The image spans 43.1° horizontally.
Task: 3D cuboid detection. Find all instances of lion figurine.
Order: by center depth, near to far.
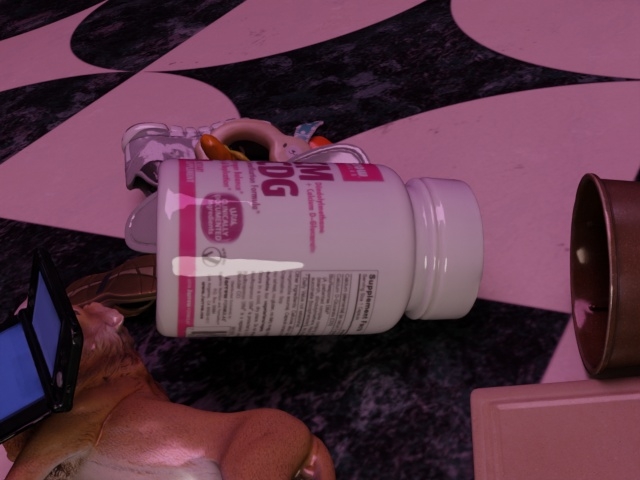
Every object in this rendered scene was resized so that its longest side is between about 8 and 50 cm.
[{"bbox_3d":[-0.122,0.173,0.648,0.392,0.142,0.240,16,34,18],"label":"lion figurine"}]

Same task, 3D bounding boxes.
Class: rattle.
[{"bbox_3d":[-0.058,-0.130,1.033,0.200,0.142,0.130,-14,55,-12],"label":"rattle"}]

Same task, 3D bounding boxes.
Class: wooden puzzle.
[{"bbox_3d":[0.220,0.178,0.564,0.221,0.044,0.238,-7,29,13],"label":"wooden puzzle"}]

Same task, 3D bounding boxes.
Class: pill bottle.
[{"bbox_3d":[-0.007,0.007,0.747,0.283,0.160,0.160,0,31,-11],"label":"pill bottle"}]

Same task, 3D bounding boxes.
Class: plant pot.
[{"bbox_3d":[0.301,0.027,0.659,0.165,0.166,0.167,0,34,7],"label":"plant pot"}]

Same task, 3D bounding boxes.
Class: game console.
[{"bbox_3d":[-0.234,0.079,0.611,0.071,0.107,0.122,-2,34,-33],"label":"game console"}]

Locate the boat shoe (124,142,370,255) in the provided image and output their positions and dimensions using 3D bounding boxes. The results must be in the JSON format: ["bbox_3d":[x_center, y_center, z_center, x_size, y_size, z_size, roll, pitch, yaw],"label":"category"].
[{"bbox_3d":[-0.076,-0.025,0.945,0.303,0.091,0.114,-10,58,13],"label":"boat shoe"}]

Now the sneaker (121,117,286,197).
[{"bbox_3d":[-0.156,-0.093,1.106,0.229,0.086,0.132,-3,57,-4],"label":"sneaker"}]

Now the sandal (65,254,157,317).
[{"bbox_3d":[-0.222,0.062,0.912,0.180,0.049,0.072,-17,33,25],"label":"sandal"}]
